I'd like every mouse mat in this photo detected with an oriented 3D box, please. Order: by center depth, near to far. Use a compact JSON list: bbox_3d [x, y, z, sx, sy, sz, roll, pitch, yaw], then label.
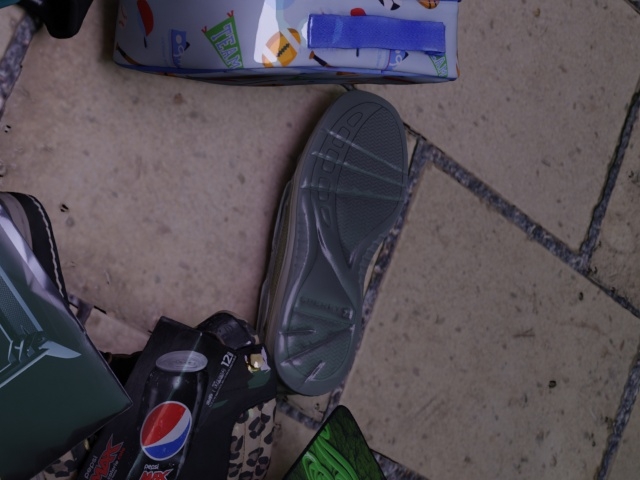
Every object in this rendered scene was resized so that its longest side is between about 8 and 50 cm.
[{"bbox_3d":[0.035,0.267,1.560,0.189,0.007,0.152,60,34,-13],"label":"mouse mat"}]

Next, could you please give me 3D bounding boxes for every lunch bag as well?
[{"bbox_3d":[-0.020,-0.197,1.509,0.303,0.243,0.115,-4,97,-43],"label":"lunch bag"}]

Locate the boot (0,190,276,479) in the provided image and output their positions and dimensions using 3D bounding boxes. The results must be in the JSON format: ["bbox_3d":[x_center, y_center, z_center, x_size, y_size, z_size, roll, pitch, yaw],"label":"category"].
[{"bbox_3d":[-0.182,0.116,1.456,0.284,0.138,0.377,-17,110,-40],"label":"boot"}]

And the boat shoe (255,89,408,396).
[{"bbox_3d":[0.002,0.002,1.662,0.118,0.103,0.320,18,75,-24],"label":"boat shoe"}]

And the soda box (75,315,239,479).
[{"bbox_3d":[-0.138,0.152,1.376,0.053,0.060,0.169,35,78,-45],"label":"soda box"}]

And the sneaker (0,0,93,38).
[{"bbox_3d":[-0.294,-0.246,1.334,0.302,0.108,0.121,13,80,-45],"label":"sneaker"}]

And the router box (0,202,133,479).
[{"bbox_3d":[-0.323,0.066,1.215,0.243,0.081,0.309,-36,108,-17],"label":"router box"}]
